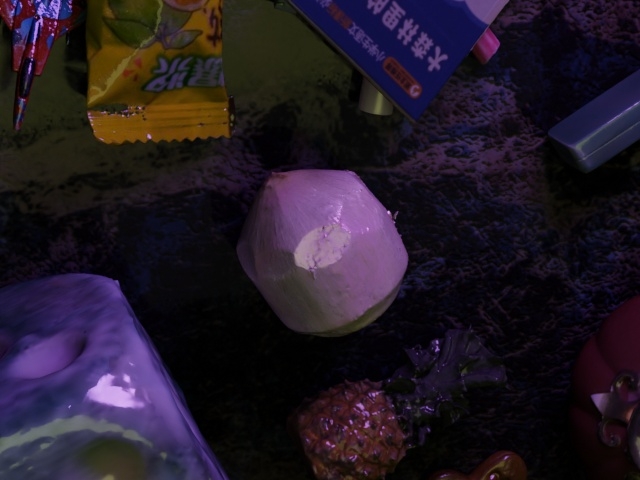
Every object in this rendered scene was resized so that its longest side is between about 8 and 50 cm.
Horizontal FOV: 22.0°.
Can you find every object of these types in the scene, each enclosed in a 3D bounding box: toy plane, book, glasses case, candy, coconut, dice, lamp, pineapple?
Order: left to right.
[{"bbox_3d":[-0.279,-0.200,1.593,0.130,0.061,0.189,11,92,-20],"label":"toy plane"},{"bbox_3d":[-0.270,0.247,1.617,0.348,0.328,0.330,-24,114,-7],"label":"dice"},{"bbox_3d":[-0.153,-0.240,1.602,0.187,0.081,0.297,-8,104,-39],"label":"candy"},{"bbox_3d":[0.000,0.000,1.700,0.171,0.171,0.183,-29,117,-4],"label":"coconut"},{"bbox_3d":[0.088,0.187,1.816,0.248,0.128,0.128,-28,114,-9],"label":"pineapple"},{"bbox_3d":[0.119,-0.308,1.649,0.228,0.018,0.322,40,81,-30],"label":"book"},{"bbox_3d":[0.340,-0.145,1.787,0.184,0.078,0.039,-34,111,-3],"label":"glasses case"},{"bbox_3d":[0.426,0.193,1.830,0.303,0.257,0.303,4,101,23],"label":"lamp"}]

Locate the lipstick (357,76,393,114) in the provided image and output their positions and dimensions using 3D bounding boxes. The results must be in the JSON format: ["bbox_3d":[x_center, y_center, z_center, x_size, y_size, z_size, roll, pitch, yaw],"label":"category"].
[{"bbox_3d":[0.068,-0.198,1.712,0.038,0.038,0.131,4,108,-17],"label":"lipstick"}]

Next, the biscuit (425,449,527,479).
[{"bbox_3d":[0.161,0.352,1.941,0.236,0.039,0.180,-36,116,1],"label":"biscuit"}]

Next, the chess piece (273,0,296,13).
[{"bbox_3d":[0.006,-0.243,1.668,0.103,0.067,0.067,11,106,-11],"label":"chess piece"}]

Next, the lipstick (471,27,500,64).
[{"bbox_3d":[0.113,-0.271,1.697,0.053,0.053,0.234,-39,118,0],"label":"lipstick"}]
